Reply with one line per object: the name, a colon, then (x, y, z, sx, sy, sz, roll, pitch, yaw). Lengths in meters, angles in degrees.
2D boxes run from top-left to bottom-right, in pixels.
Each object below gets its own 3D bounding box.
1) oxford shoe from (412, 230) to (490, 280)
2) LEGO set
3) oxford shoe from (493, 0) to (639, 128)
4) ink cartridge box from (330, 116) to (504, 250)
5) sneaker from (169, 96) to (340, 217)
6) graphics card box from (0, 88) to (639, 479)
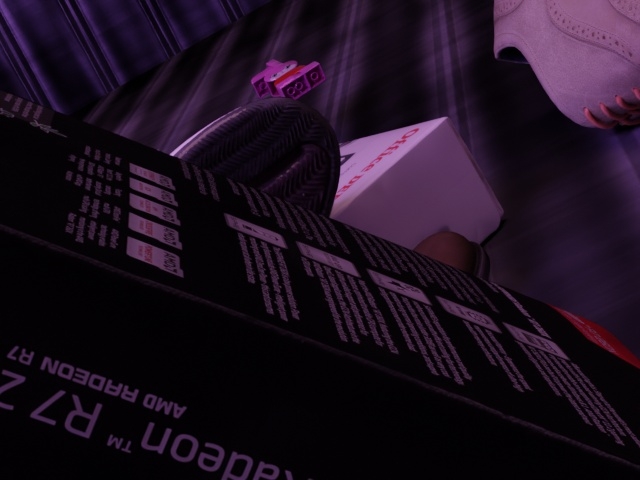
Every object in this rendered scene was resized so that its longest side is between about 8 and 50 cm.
oxford shoe: (0.013, 0.049, 0.829, 0.227, 0.096, 0.083, -40, 16, -36)
LEGO set: (-0.097, -0.089, 1.472, 0.227, 0.087, 0.093, -34, 31, -14)
oxford shoe: (0.235, -0.133, 0.992, 0.140, 0.146, 0.397, 8, 17, -21)
ink cartridge box: (0.000, 0.000, 1.022, 0.203, 0.086, 0.148, -12, 25, 51)
sneaker: (-0.099, 0.017, 0.938, 0.281, 0.106, 0.162, -54, 19, 9)
graphics card box: (-0.045, 0.035, 0.527, 0.233, 0.371, 0.094, -119, 52, -74)
